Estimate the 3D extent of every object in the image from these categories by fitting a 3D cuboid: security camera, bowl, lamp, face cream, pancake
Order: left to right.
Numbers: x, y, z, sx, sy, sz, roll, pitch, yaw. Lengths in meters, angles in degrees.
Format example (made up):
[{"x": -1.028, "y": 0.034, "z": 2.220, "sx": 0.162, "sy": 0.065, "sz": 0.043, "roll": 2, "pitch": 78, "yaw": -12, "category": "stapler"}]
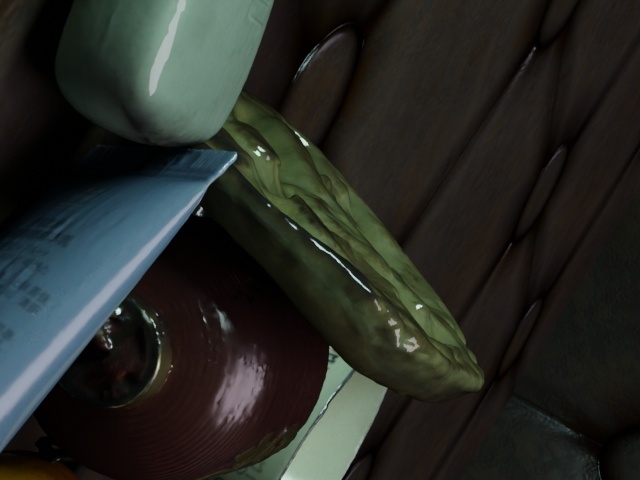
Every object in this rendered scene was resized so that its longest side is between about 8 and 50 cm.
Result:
[{"x": -0.197, "y": 0.082, "z": 1.054, "sx": 0.385, "sy": 0.135, "sz": 0.086, "roll": -51, "pitch": 124, "yaw": -26, "category": "face cream"}, {"x": -0.095, "y": 0.070, "z": 1.235, "sx": 0.180, "sy": 0.180, "sz": 0.258, "roll": -63, "pitch": 164, "yaw": 7, "category": "lamp"}, {"x": -0.049, "y": -0.195, "z": 1.081, "sx": 0.301, "sy": 0.080, "sz": 0.157, "roll": -65, "pitch": 163, "yaw": 0, "category": "security camera"}, {"x": -0.046, "y": 0.155, "z": 1.633, "sx": 0.238, "sy": 0.126, "sz": 0.238, "roll": -55, "pitch": 164, "yaw": -24, "category": "bowl"}, {"x": 0.000, "y": 0.000, "z": 1.241, "sx": 0.049, "sy": 0.294, "sz": 0.294, "roll": -44, "pitch": 167, "yaw": 9, "category": "pancake"}]

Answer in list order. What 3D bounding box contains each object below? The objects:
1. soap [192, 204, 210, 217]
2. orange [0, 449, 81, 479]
[{"x": -0.087, "y": 0.055, "z": 1.429, "sx": 0.198, "sy": 0.066, "sz": 0.119, "roll": -64, "pitch": 167, "yaw": 12, "category": "soap"}, {"x": -0.204, "y": 0.200, "z": 1.202, "sx": 0.156, "sy": 0.124, "sz": 0.156, "roll": 17, "pitch": 90, "yaw": -79, "category": "orange"}]
